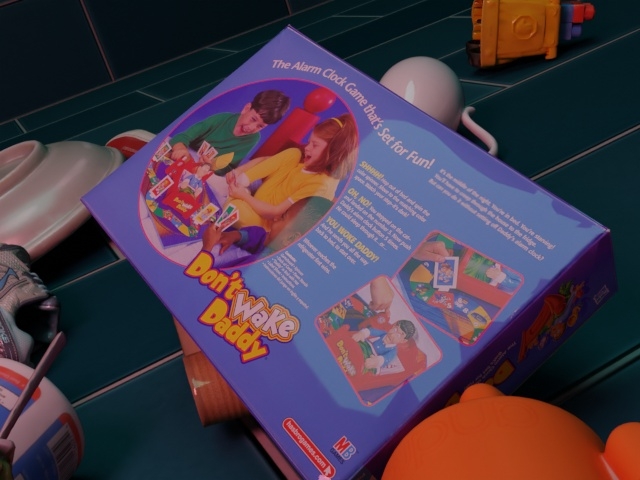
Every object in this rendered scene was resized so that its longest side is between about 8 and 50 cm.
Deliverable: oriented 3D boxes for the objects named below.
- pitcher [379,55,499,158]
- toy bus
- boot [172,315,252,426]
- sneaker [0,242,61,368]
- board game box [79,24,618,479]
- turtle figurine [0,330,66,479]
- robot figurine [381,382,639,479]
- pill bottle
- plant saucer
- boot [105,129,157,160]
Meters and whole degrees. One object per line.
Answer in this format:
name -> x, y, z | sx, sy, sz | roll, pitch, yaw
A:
pitcher -> 0.152, -0.160, 1.084 | 0.178, 0.125, 0.207 | 9, 39, 9
toy bus -> 0.365, -0.394, 1.427 | 0.212, 0.149, 0.220 | -1, 22, 6
boot -> -0.030, 0.057, 0.745 | 0.211, 0.104, 0.295 | -17, 26, -11
sneaker -> -0.357, 0.086, 0.933 | 0.122, 0.110, 0.283 | -2, 24, -7
board game box -> 0.000, 0.000, 0.597 | 0.233, 0.078, 0.347 | -41, 51, -7
turtle figurine -> -0.080, 0.152, 0.372 | 0.275, 0.197, 0.266 | -38, 14, -30
robot figurine -> 0.091, 0.159, 0.366 | 0.158, 0.128, 0.219 | -8, 22, 3
pill bottle -> -0.277, 0.192, 0.564 | 0.124, 0.124, 0.221 | -6, 24, 26
plant saucer -> -0.490, -0.055, 1.228 | 0.401, 0.100, 0.400 | -23, 27, 12
boot -> -0.338, -0.111, 1.359 | 0.244, 0.088, 0.176 | 11, 38, 44
